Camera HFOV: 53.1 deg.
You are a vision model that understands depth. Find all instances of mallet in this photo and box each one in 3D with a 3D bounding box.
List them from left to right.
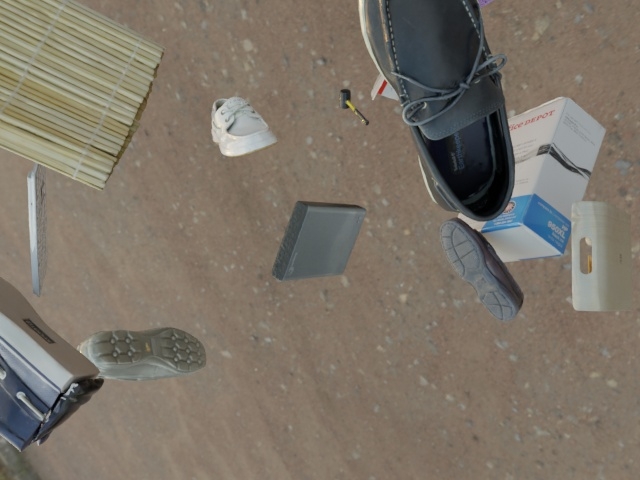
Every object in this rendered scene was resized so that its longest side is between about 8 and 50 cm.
[{"bbox_3d":[0.110,-0.421,2.091,0.062,0.039,0.189,97,153,-47],"label":"mallet"}]

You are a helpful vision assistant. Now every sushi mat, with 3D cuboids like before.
[{"bbox_3d":[-0.286,-0.165,0.489,0.316,0.151,0.019,24,152,-22],"label":"sushi mat"}]

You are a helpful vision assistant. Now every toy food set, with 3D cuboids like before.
[{"bbox_3d":[0.601,0.041,1.384,0.092,0.306,0.219,-2,85,38],"label":"toy food set"}]

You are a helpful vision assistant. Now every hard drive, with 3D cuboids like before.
[{"bbox_3d":[0.000,0.000,0.775,0.022,0.135,0.094,28,106,30],"label":"hard drive"}]

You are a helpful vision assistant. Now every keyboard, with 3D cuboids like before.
[{"bbox_3d":[-0.423,-0.023,0.967,0.014,0.072,0.256,11,132,-12],"label":"keyboard"}]

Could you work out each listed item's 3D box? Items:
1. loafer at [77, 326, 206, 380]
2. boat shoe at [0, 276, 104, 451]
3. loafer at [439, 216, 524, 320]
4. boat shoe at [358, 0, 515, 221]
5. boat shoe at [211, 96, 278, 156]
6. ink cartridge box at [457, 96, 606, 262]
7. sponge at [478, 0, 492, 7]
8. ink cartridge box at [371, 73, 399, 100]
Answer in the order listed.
[{"bbox_3d":[-0.383,0.248,1.382,0.111,0.319,0.112,-25,64,30],"label":"loafer"},{"bbox_3d":[-0.518,0.178,1.011,0.340,0.158,0.127,39,-179,14],"label":"boat shoe"},{"bbox_3d":[0.420,0.064,1.656,0.302,0.095,0.109,56,139,0],"label":"loafer"},{"bbox_3d":[0.199,-0.234,0.988,0.156,0.187,0.500,-116,2,-56],"label":"boat shoe"},{"bbox_3d":[-0.164,-0.229,1.241,0.277,0.098,0.096,33,138,60],"label":"boat shoe"},{"bbox_3d":[0.556,-0.153,1.726,0.166,0.395,0.285,32,161,-19],"label":"ink cartridge box"},{"bbox_3d":[0.290,-0.465,1.208,0.210,0.117,0.031,-27,85,24],"label":"sponge"},{"bbox_3d":[0.248,-0.512,1.674,0.091,0.385,0.308,28,112,-5],"label":"ink cartridge box"}]
